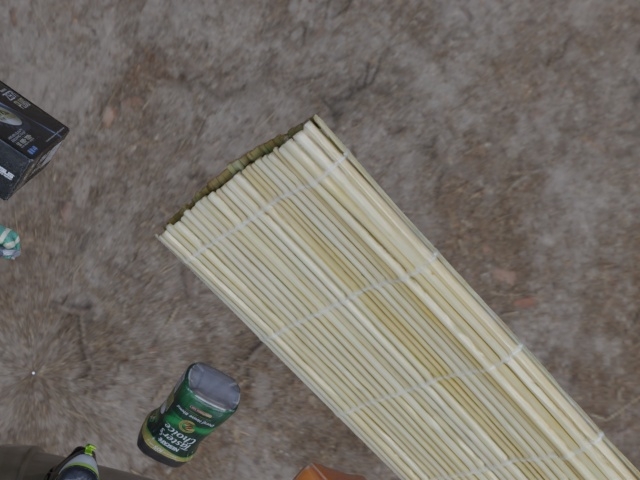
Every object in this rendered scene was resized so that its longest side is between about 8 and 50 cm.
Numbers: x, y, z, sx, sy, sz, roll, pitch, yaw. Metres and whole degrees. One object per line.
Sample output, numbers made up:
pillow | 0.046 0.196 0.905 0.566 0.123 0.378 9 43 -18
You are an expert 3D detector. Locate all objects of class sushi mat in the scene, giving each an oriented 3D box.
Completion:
sushi mat | 0.053 0.078 0.538 0.316 0.151 0.019 46 49 -10

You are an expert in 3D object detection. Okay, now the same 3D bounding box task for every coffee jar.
coffee jar | -0.207 0.274 1.505 0.096 0.184 0.079 29 36 -16

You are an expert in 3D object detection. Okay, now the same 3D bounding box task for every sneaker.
sneaker | -0.410 0.413 1.534 0.084 0.097 0.234 32 113 -21

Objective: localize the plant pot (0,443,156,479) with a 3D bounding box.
plant pot | -0.425 0.521 1.704 0.281 0.323 0.323 0 82 -1

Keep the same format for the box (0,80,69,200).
box | -0.466 -0.153 1.406 0.147 0.180 0.077 35 109 -9

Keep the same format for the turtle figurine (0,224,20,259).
turtle figurine | -0.380 0.009 0.924 0.175 0.234 0.118 -22 83 -24

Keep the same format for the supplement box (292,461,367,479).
supplement box | -0.044 0.254 0.620 0.233 0.078 0.080 -48 55 7
